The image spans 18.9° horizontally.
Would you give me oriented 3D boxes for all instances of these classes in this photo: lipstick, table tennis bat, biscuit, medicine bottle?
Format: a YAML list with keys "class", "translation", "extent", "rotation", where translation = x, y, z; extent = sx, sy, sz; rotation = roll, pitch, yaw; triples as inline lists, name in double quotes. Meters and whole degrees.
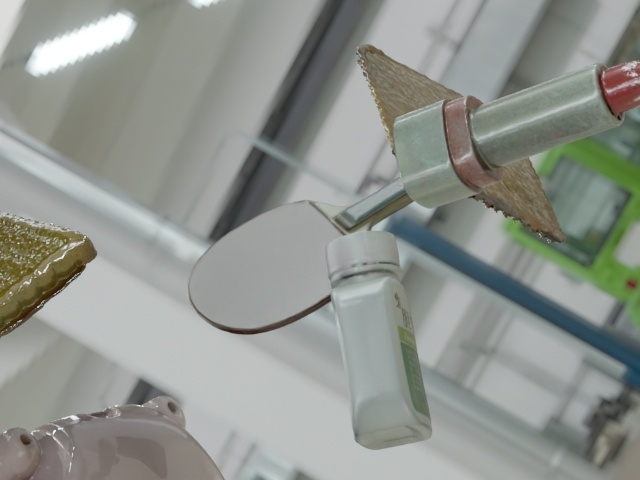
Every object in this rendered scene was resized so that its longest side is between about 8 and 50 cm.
- class: "lipstick"
  translation: [0.142, -0.077, 1.245]
  extent: [0.057, 0.186, 0.063]
  rotation: [26, -129, -54]
- class: "table tennis bat"
  translation: [0.000, 0.000, 1.818]
  extent: [0.274, 0.154, 0.021]
  rotation: [-31, -48, -14]
- class: "biscuit"
  translation: [-0.290, 0.039, 1.540]
  extent: [0.172, 0.029, 0.254]
  rotation: [-40, 24, -20]
- class: "medicine bottle"
  translation: [0.050, 0.087, 1.704]
  extent: [0.119, 0.069, 0.183]
  rotation: [49, -152, -69]
- class: "biscuit"
  translation: [0.145, -0.104, 2.016]
  extent: [0.013, 0.232, 0.237]
  rotation: [-51, 31, 25]

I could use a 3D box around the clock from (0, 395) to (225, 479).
- class: "clock"
  translation: [-0.165, 0.321, 1.777]
  extent: [0.184, 0.326, 0.342]
  rotation: [-45, -20, 31]
